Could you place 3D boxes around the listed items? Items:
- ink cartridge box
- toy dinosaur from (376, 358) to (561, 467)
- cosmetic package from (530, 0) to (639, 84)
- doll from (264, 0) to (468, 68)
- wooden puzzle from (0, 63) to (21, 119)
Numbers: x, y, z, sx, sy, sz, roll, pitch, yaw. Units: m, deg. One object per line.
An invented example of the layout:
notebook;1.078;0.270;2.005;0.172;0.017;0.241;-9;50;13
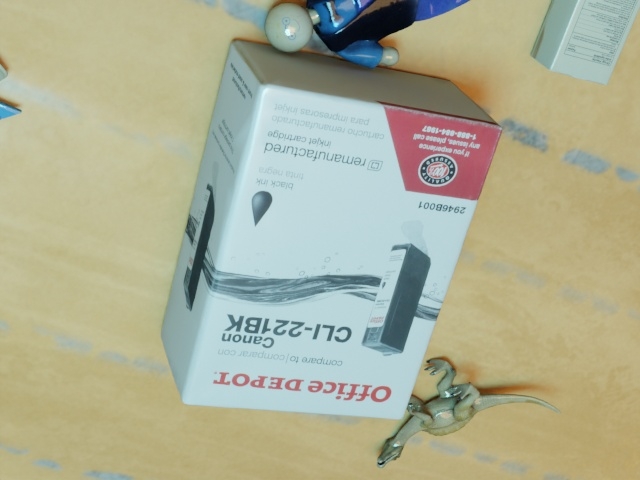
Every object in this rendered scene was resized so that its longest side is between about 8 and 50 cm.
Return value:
ink cartridge box;0.000;0.000;0.897;0.197;0.114;0.273;7;115;-20
toy dinosaur;0.129;0.156;1.063;0.183;0.053;0.092;-20;136;3
cosmetic package;0.222;-0.190;0.904;0.060;0.041;0.115;11;113;-22
doll;0.044;-0.196;0.847;0.189;0.046;0.129;-25;112;0
wooden puzzle;-0.276;-0.128;0.810;0.078;0.014;0.116;-26;121;3
